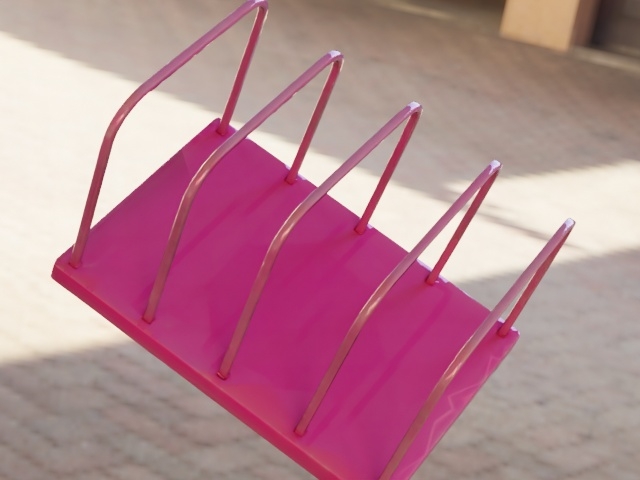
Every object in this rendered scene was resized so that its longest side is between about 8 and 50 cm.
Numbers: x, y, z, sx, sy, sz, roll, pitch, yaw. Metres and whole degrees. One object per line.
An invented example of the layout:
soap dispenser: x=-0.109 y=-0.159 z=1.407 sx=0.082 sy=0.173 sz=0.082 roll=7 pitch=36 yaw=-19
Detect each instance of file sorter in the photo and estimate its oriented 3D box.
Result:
file sorter: x=0.000 y=0.000 z=1.156 sx=0.291 sy=0.182 sz=0.202 roll=36 pitch=50 yaw=10
